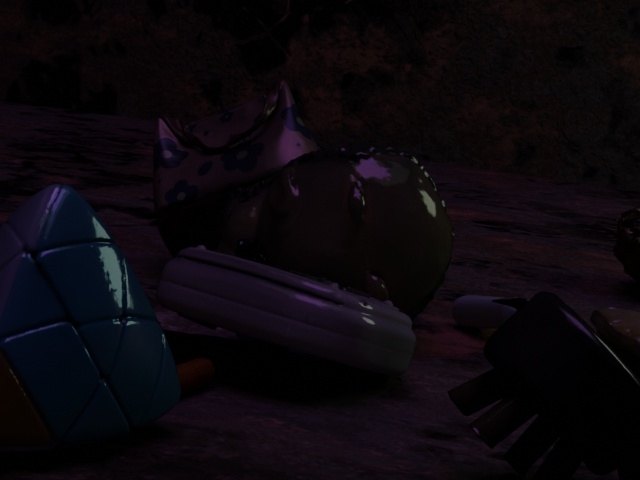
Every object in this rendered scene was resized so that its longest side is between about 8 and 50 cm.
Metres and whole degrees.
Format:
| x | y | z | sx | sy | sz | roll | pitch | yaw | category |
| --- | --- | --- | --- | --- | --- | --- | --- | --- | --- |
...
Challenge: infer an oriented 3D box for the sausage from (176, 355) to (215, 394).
| x | y | z | sx | sy | sz | roll | pitch | yaw | category |
| --- | --- | --- | --- | --- | --- | --- | --- | --- | --- |
| -0.144 | 0.140 | 1.496 | 0.031 | 0.031 | 0.107 | 11 | 12 | 26 | sausage |

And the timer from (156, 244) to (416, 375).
| x | y | z | sx | sy | sz | roll | pitch | yaw | category |
| --- | --- | --- | --- | --- | --- | --- | --- | --- | --- |
| -0.035 | 0.075 | 1.629 | 0.262 | 0.087 | 0.237 | 16 | -1 | 27 | timer |

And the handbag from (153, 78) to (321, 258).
| x | y | z | sx | sy | sz | roll | pitch | yaw | category |
| --- | --- | --- | --- | --- | --- | --- | --- | --- | --- |
| -0.112 | -0.097 | 2.113 | 0.251 | 0.193 | 0.190 | -15 | -35 | 7 | handbag |

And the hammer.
| x | y | z | sx | sy | sz | roll | pitch | yaw | category |
| --- | --- | --- | --- | --- | --- | --- | --- | --- | --- |
| -0.182 | 0.106 | 1.651 | 0.290 | 0.037 | 0.137 | 11 | 12 | 27 | hammer |

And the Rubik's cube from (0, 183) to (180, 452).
| x | y | z | sx | sy | sz | roll | pitch | yaw | category |
| --- | --- | --- | --- | --- | --- | --- | --- | --- | --- |
| -0.243 | 0.076 | 1.278 | 0.254 | 0.254 | 0.254 | 6 | 10 | -1 | Rubik's cube |

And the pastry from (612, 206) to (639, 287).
| x | y | z | sx | sy | sz | roll | pitch | yaw | category |
| --- | --- | --- | --- | --- | --- | --- | --- | --- | --- |
| 0.575 | -0.015 | 2.300 | 0.275 | 0.193 | 0.275 | -3 | 1 | 0 | pastry |

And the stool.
| x | y | z | sx | sy | sz | roll | pitch | yaw | category |
| --- | --- | --- | --- | --- | --- | --- | --- | --- | --- |
| 0.218 | 0.153 | 1.301 | 0.228 | 0.139 | 0.153 | 48 | 2 | 29 | stool |

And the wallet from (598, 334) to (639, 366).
| x | y | z | sx | sy | sz | roll | pitch | yaw | category |
| --- | --- | --- | --- | --- | --- | --- | --- | --- | --- |
| 0.309 | 0.134 | 1.827 | 0.176 | 0.026 | 0.095 | 1 | 14 | -26 | wallet |

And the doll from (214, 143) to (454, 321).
| x | y | z | sx | sy | sz | roll | pitch | yaw | category |
| --- | --- | --- | --- | --- | --- | --- | --- | --- | --- |
| 0.000 | 0.000 | 1.862 | 0.247 | 0.247 | 0.349 | 0 | 3 | -31 | doll |

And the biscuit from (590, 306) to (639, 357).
| x | y | z | sx | sy | sz | roll | pitch | yaw | category |
| --- | --- | --- | --- | --- | --- | --- | --- | --- | --- |
| 0.467 | 0.139 | 1.795 | 0.289 | 0.038 | 0.141 | 14 | 20 | 6 | biscuit |

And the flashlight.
| x | y | z | sx | sy | sz | roll | pitch | yaw | category |
| --- | --- | --- | --- | --- | --- | --- | --- | --- | --- |
| 0.232 | 0.095 | 1.878 | 0.093 | 0.047 | 0.200 | -1 | 0 | -27 | flashlight |

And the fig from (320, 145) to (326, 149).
| x | y | z | sx | sy | sz | roll | pitch | yaw | category |
| --- | --- | --- | --- | --- | --- | --- | --- | --- | --- |
| -0.022 | -0.059 | 2.255 | 0.195 | 0.195 | 0.245 | 0 | 7 | -32 | fig |
